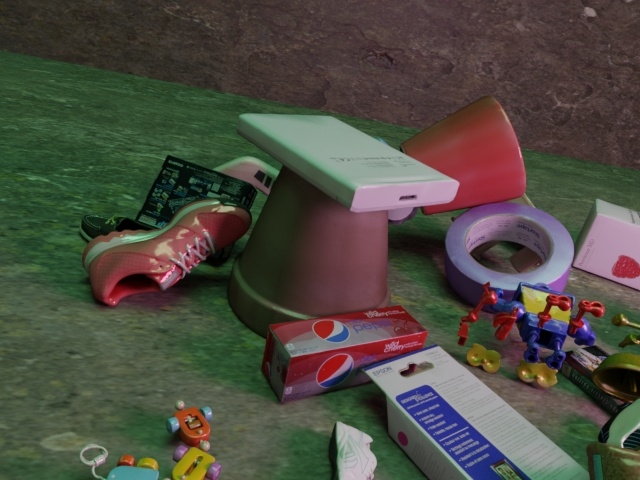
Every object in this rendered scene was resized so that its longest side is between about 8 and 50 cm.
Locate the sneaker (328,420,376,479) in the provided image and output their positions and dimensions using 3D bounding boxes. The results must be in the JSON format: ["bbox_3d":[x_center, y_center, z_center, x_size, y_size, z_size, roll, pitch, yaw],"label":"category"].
[{"bbox_3d":[0.043,0.291,0.643,0.061,0.054,0.152,15,24,-3],"label":"sneaker"}]

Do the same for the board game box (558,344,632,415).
[{"bbox_3d":[0.568,0.289,0.931,0.136,0.030,0.260,0,28,-30],"label":"board game box"}]

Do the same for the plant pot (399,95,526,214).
[{"bbox_3d":[0.344,-0.192,1.287,0.243,0.275,0.275,-20,25,8],"label":"plant pot"}]

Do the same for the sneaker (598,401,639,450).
[{"bbox_3d":[0.455,0.324,0.757,0.232,0.082,0.090,-31,3,-36],"label":"sneaker"}]

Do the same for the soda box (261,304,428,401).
[{"bbox_3d":[0.042,0.177,0.832,0.263,0.092,0.083,-3,28,-31],"label":"soda box"}]

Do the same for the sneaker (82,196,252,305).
[{"bbox_3d":[-0.262,0.031,0.924,0.313,0.116,0.136,-21,48,-9],"label":"sneaker"}]

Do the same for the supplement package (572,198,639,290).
[{"bbox_3d":[0.905,0.026,1.465,0.292,0.178,0.175,22,27,19],"label":"supplement package"}]

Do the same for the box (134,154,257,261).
[{"bbox_3d":[-0.271,-0.073,1.113,0.220,0.175,0.051,19,-12,14],"label":"box"}]

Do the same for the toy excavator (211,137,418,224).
[{"bbox_3d":[-0.056,-0.126,1.222,0.445,0.433,0.222,38,21,-14],"label":"toy excavator"}]

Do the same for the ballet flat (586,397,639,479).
[{"bbox_3d":[0.463,0.262,0.668,0.342,0.116,0.124,-6,70,-28],"label":"ballet flat"}]

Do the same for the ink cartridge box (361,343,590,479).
[{"bbox_3d":[0.229,0.294,0.712,0.175,0.069,0.371,-7,34,-36],"label":"ink cartridge box"}]

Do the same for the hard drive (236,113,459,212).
[{"bbox_3d":[0.036,-0.150,0.906,0.232,0.047,0.353,-8,33,-36],"label":"hard drive"}]

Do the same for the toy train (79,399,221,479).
[{"bbox_3d":[-0.190,0.261,0.606,0.166,0.046,0.125,-9,31,-44],"label":"toy train"}]

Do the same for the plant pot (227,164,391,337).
[{"bbox_3d":[0.000,0.000,0.964,0.322,0.281,0.323,10,26,-5],"label":"plant pot"}]

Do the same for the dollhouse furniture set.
[{"bbox_3d":[0.559,0.024,1.439,0.303,0.198,0.287,31,30,-46],"label":"dollhouse furniture set"}]

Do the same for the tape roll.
[{"bbox_3d":[0.428,0.035,1.181,0.274,0.090,0.275,-6,44,6],"label":"tape roll"}]

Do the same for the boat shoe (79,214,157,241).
[{"bbox_3d":[-0.397,-0.015,1.046,0.227,0.069,0.081,21,26,17],"label":"boat shoe"}]

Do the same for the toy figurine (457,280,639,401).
[{"bbox_3d":[0.451,0.134,0.946,0.362,0.191,0.217,13,32,13],"label":"toy figurine"}]
